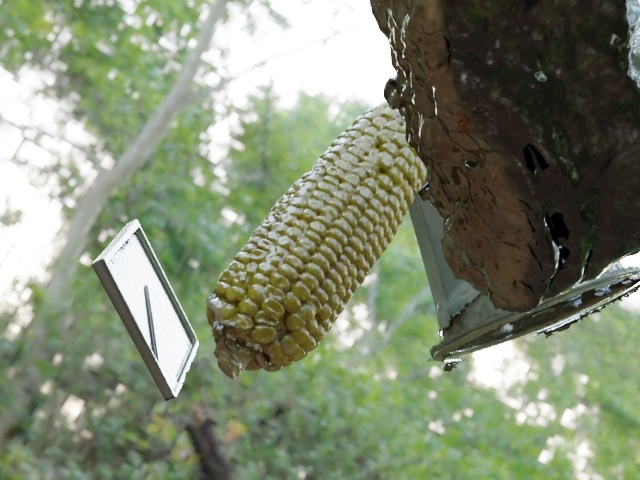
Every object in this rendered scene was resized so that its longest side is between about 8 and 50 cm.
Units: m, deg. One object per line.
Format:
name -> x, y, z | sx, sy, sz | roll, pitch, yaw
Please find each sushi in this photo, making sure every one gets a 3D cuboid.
sushi -> 0.137, -0.122, 1.070 | 0.211, 0.170, 0.350 | -111, -176, -54

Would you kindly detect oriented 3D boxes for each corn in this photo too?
corn -> 0.000, 0.000, 1.415 | 0.119, 0.322, 0.119 | 31, -20, 13

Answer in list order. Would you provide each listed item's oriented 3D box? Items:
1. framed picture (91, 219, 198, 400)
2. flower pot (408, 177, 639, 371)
framed picture -> -0.214, 0.082, 1.881 | 0.192, 0.018, 0.265 | 63, 6, -8
flower pot -> 0.227, -0.011, 1.803 | 0.290, 0.290, 0.259 | 123, -50, -71
